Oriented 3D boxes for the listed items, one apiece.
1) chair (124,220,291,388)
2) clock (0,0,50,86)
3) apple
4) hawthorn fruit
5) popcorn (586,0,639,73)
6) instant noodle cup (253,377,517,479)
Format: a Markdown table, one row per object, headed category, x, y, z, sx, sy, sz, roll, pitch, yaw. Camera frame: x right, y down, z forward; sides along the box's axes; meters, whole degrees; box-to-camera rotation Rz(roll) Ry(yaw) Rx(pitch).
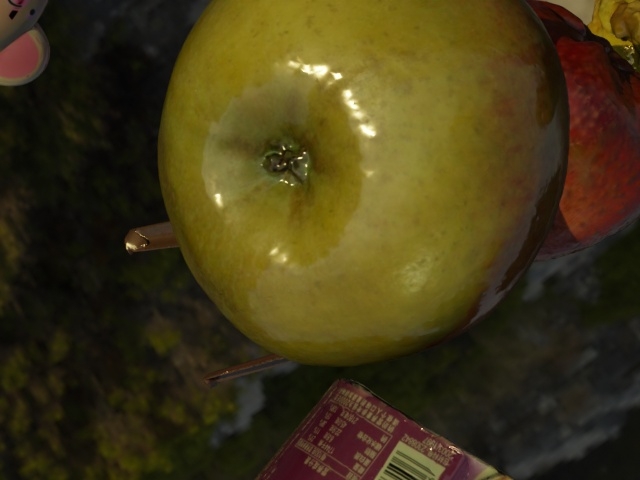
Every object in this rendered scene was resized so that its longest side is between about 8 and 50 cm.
| category | x | y | z | sx | sy | sz | roll | pitch | yaw |
| --- | --- | --- | --- | --- | --- | --- | --- | --- | --- |
| chair | 0.000 | 0.000 | 1.514 | 0.326 | 0.183 | 0.175 | -12 | -147 | 41 |
| clock | -0.400 | -0.272 | 1.530 | 0.309 | 0.114 | 0.284 | 4 | 107 | -21 |
| apple | 0.023 | -0.057 | 0.947 | 0.261 | 0.261 | 0.194 | -48 | 164 | 21 |
| hawthorn fruit | 0.202 | -0.110 | 1.677 | 0.299 | 0.275 | 0.275 | -23 | 153 | 14 |
| popcorn | 0.408 | -0.243 | 1.937 | 0.197 | 0.197 | 0.155 | -19 | 151 | -27 |
| instant noodle cup | 0.051 | 0.274 | 1.202 | 0.266 | 0.340 | 0.340 | -59 | 150 | -6 |
